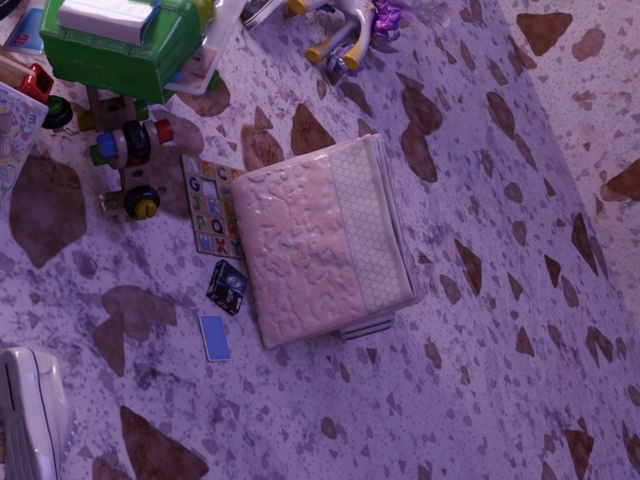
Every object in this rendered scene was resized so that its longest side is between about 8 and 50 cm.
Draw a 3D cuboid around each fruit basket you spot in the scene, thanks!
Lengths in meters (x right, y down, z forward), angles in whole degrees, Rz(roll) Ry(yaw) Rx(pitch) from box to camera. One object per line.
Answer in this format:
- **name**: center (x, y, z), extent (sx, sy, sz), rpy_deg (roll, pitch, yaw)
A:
- **fruit basket**: center (-0.273, -0.396, 1.491), extent (0.165, 0.327, 0.353), rpy_deg (86, 21, -66)

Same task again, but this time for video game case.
- **video game case**: center (-0.520, -0.144, 1.351), extent (0.227, 0.026, 0.206), rpy_deg (28, 81, -40)

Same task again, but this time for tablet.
- **tablet**: center (-0.184, 0.170, 1.684), extent (0.054, 0.006, 0.083), rpy_deg (7, 62, -50)

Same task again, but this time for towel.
- **towel**: center (0.000, 0.000, 1.755), extent (0.053, 0.317, 0.332), rpy_deg (18, 57, -64)

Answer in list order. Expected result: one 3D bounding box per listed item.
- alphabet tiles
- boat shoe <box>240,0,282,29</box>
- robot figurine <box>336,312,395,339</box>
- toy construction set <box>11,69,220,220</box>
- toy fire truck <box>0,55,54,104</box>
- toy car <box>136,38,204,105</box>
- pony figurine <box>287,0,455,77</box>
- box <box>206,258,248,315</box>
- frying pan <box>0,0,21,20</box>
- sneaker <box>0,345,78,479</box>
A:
- **alphabet tiles**: center (-0.163, -0.054, 1.859), extent (0.237, 0.009, 0.198), rpy_deg (11, 59, -48)
- **boat shoe**: center (-0.124, -0.555, 2.181), extent (0.070, 0.078, 0.219), rpy_deg (50, 38, -19)
- **robot figurine**: center (0.046, 0.013, 1.915), extent (0.300, 0.200, 0.353), rpy_deg (91, -16, -74)
- **toy construction set**: center (-0.295, -0.178, 1.601), extent (0.257, 0.237, 0.309), rpy_deg (33, 56, 28)
- **toy fire truck**: center (-0.509, -0.249, 1.430), extent (0.192, 0.135, 0.047), rpy_deg (37, 42, -33)
- **toy car**: center (-0.341, -0.384, 1.657), extent (0.238, 0.210, 0.219), rpy_deg (8, 52, -56)
- **pony figurine**: center (0.097, -0.560, 2.339), extent (0.351, 0.303, 0.363), rpy_deg (44, 55, -16)
- **box**: center (-0.168, 0.084, 1.751), extent (0.067, 0.018, 0.083), rpy_deg (42, 39, -26)
- **frying pan**: center (-0.504, -0.419, 1.500), extent (0.053, 0.197, 0.326), rpy_deg (70, 36, -46)
- **sneaker**: center (-0.369, 0.263, 1.306), extent (0.091, 0.094, 0.258), rpy_deg (9, 60, -44)
